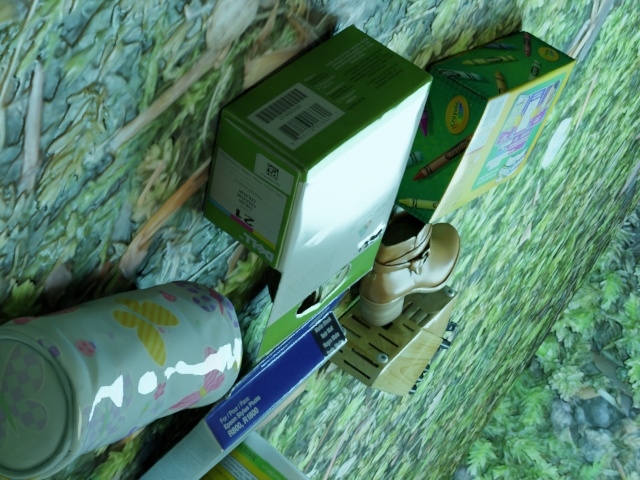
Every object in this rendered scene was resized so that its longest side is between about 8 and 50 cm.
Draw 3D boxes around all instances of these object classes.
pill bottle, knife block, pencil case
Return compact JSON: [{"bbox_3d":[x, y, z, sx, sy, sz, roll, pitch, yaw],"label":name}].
[{"bbox_3d":[-0.116,0.340,1.668,0.246,0.136,0.136,-49,161,-8],"label":"pill bottle"},{"bbox_3d":[0.086,0.158,1.970,0.275,0.088,0.242,-41,156,-42],"label":"knife block"},{"bbox_3d":[-0.169,0.106,1.179,0.124,0.113,0.273,-53,165,23],"label":"pencil case"}]

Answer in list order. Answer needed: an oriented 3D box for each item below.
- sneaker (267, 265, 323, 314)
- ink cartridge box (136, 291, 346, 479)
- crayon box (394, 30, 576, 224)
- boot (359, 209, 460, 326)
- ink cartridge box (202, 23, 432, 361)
[{"bbox_3d":[0.000,0.000,1.510,0.086,0.064,0.192,-38,152,-33],"label":"sneaker"},{"bbox_3d":[-0.068,0.164,1.538,0.223,0.045,0.224,-39,175,-42],"label":"ink cartridge box"},{"bbox_3d":[0.185,-0.137,1.732,0.278,0.081,0.165,-28,147,-57],"label":"crayon box"},{"bbox_3d":[0.121,0.004,1.832,0.197,0.073,0.152,-47,156,-36],"label":"boot"},{"bbox_3d":[-0.014,-0.038,1.349,0.189,0.097,0.255,-38,155,-39],"label":"ink cartridge box"}]
